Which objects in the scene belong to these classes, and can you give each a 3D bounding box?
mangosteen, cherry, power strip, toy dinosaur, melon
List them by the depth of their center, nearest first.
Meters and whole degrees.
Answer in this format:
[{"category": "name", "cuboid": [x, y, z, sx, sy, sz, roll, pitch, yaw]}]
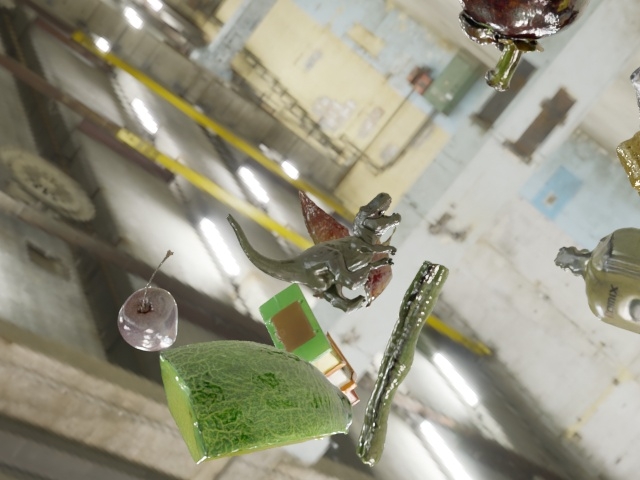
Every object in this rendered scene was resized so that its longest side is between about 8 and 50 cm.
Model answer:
[{"category": "power strip", "cuboid": [0.375, 0.074, 0.797, 0.387, 0.066, 0.092, 20, 145, 26]}, {"category": "toy dinosaur", "cuboid": [0.000, 0.000, 1.224, 0.179, 0.187, 0.087, 37, 146, 20]}, {"category": "melon", "cuboid": [-0.073, 0.242, 1.473, 0.323, 0.124, 0.196, 2, -137, -35]}, {"category": "mangosteen", "cuboid": [0.342, -0.400, 1.663, 0.231, 0.289, 0.231, 2, -152, -1]}, {"category": "toy dinosaur", "cuboid": [0.064, 0.026, 1.937, 0.327, 0.207, 0.113, 4, -156, -48]}, {"category": "cherry", "cuboid": [-0.328, 0.140, 1.991, 0.148, 0.188, 0.115, 45, 147, -25]}]

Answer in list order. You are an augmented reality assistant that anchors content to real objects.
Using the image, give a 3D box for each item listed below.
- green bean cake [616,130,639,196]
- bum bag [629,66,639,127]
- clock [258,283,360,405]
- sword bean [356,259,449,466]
[{"category": "green bean cake", "cuboid": [0.709, -0.161, 1.877, 0.229, 0.224, 0.131, 30, -145, -49]}, {"category": "bum bag", "cuboid": [0.501, -0.224, 1.389, 0.248, 0.123, 0.060, 43, -157, -57]}, {"category": "clock", "cuboid": [-0.004, 0.254, 2.179, 0.255, 0.106, 0.220, 51, -174, -44]}, {"category": "sword bean", "cuboid": [0.097, 0.152, 1.205, 0.043, 0.269, 0.038, 24, -171, 40]}]
